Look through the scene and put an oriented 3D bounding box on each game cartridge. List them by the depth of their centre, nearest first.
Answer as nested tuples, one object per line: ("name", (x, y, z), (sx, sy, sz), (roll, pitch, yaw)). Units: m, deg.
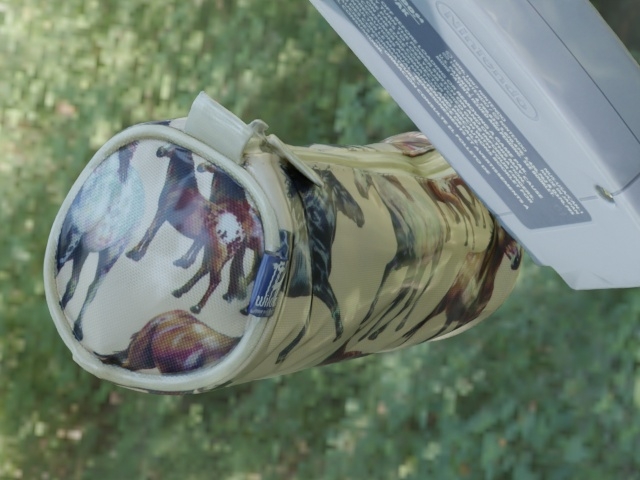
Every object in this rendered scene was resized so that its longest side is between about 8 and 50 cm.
("game cartridge", (0.083, -0.098, 0.904), (0.062, 0.297, 0.198), (-43, 8, -16))

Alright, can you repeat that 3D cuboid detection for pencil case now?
("pencil case", (0.000, 0.000, 1.179), (0.160, 0.410, 0.183), (48, 113, 18))
